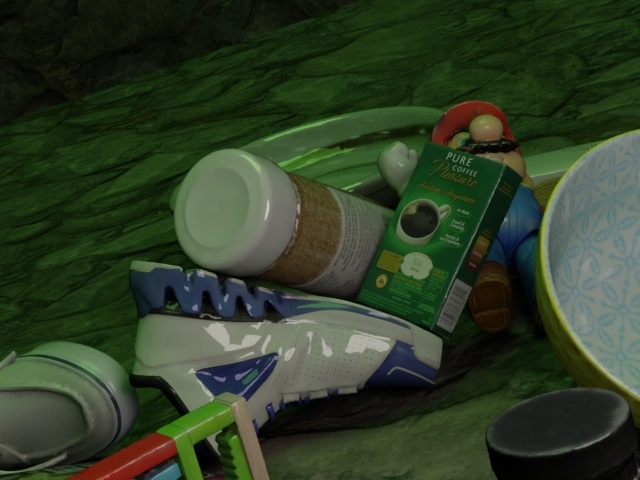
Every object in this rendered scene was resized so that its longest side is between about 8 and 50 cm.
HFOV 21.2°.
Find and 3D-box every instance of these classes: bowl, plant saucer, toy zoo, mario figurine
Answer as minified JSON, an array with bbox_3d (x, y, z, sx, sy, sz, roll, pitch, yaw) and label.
[{"bbox_3d":[0.311,0.061,1.494,0.289,0.289,0.156,-23,-24,-22],"label":"bowl"},{"bbox_3d":[-0.001,-0.068,2.293,0.400,0.101,0.400,-15,16,5],"label":"plant saucer"},{"bbox_3d":[-0.152,0.262,1.278,0.293,0.192,0.030,-27,21,-32],"label":"toy zoo"},{"bbox_3d":[0.185,-0.053,1.837,0.170,0.198,0.320,-46,33,22],"label":"mario figurine"}]

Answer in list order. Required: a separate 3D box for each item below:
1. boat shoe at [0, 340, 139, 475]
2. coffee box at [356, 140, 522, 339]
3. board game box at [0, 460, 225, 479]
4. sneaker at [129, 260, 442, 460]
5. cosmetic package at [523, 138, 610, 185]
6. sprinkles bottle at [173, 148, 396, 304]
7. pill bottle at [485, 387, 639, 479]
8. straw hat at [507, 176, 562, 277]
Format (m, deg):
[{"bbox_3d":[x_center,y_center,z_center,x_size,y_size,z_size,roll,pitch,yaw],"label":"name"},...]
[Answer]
[{"bbox_3d":[-0.360,0.196,1.751,0.367,0.136,0.156,-7,19,34],"label":"boat shoe"},{"bbox_3d":[0.120,-0.002,1.726,0.113,0.184,0.040,18,-7,44],"label":"coffee box"},{"bbox_3d":[-0.233,0.235,1.463,0.208,0.056,0.347,8,6,43],"label":"board game box"},{"bbox_3d":[-0.053,0.137,1.690,0.315,0.182,0.127,12,-3,-12],"label":"sneaker"},{"bbox_3d":[0.253,-0.066,2.138,0.239,0.060,0.099,-12,19,13],"label":"cosmetic package"},{"bbox_3d":[0.000,0.000,1.785,0.121,0.121,0.355,-3,-12,34],"label":"sprinkles bottle"},{"bbox_3d":[0.176,0.212,1.099,0.122,0.219,0.123,-14,17,5],"label":"pill bottle"},{"bbox_3d":[0.258,0.002,1.922,0.144,0.061,0.144,-30,33,22],"label":"straw hat"}]
